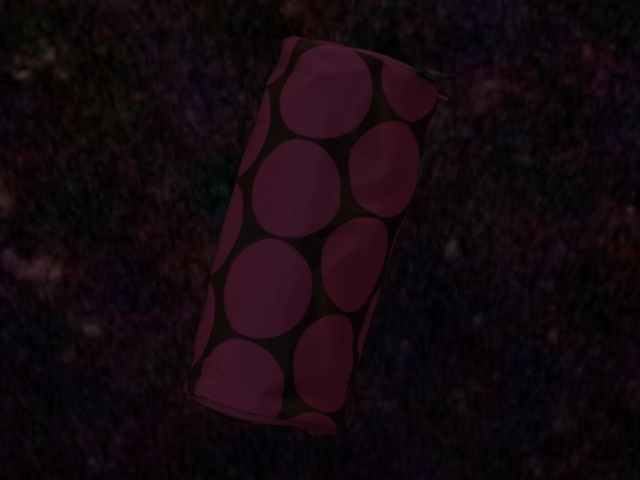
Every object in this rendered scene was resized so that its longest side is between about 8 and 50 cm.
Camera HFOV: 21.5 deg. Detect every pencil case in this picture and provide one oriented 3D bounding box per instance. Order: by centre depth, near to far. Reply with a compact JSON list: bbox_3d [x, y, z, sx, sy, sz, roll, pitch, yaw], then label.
[{"bbox_3d":[0.000,0.000,0.891,0.095,0.098,0.209,13,83,46],"label":"pencil case"}]
